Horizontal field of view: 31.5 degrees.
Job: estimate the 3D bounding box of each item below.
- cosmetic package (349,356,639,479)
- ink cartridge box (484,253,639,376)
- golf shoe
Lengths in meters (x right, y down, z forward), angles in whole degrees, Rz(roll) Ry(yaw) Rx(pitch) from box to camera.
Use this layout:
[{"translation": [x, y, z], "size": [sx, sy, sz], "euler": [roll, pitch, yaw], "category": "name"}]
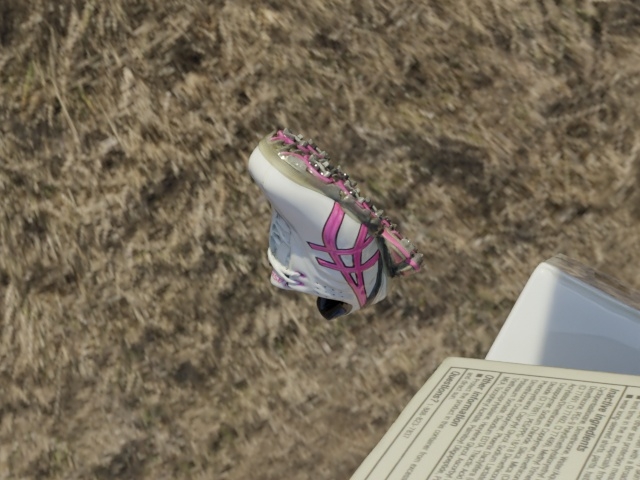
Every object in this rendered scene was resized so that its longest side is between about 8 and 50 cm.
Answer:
[{"translation": [0.164, 0.147, 0.446], "size": [0.153, 0.296, 0.129], "euler": [-40, 125, -49], "category": "cosmetic package"}, {"translation": [0.156, 0.119, 0.755], "size": [0.197, 0.114, 0.273], "euler": [-63, 167, 7], "category": "ink cartridge box"}, {"translation": [0.000, 0.000, 0.708], "size": [0.086, 0.067, 0.186], "euler": [-41, 144, 3], "category": "golf shoe"}]
